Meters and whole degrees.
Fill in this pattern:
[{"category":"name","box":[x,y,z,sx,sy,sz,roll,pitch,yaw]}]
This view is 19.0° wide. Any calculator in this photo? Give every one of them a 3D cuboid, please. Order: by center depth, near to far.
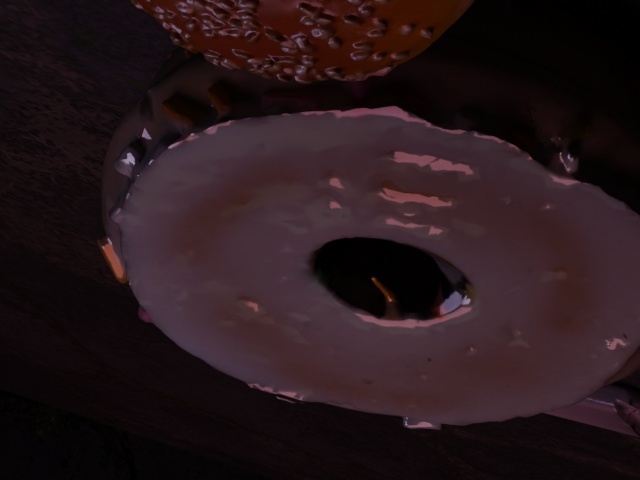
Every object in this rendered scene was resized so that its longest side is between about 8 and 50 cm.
[{"category":"calculator","box":[0.270,0.165,1.991,0.175,0.032,0.100,12,163,32]}]

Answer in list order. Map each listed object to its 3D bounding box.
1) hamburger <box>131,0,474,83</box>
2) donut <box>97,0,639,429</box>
[{"category":"hamburger","box":[-0.018,-0.168,0.930,0.237,0.147,0.237,18,163,6]},{"category":"donut","box":[0.052,-0.025,1.192,0.383,0.142,0.382,7,145,5]}]
